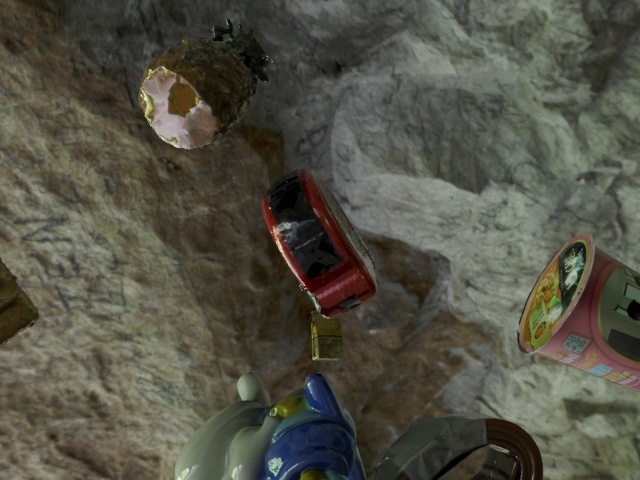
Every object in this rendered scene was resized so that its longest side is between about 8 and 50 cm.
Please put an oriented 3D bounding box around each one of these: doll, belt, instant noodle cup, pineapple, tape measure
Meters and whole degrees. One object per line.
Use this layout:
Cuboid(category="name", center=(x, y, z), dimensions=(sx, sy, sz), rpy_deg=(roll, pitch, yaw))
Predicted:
Cuboid(category="doll", center=(-0.067, 0.328, 0.854), dimensions=(0.365, 0.376, 0.187), rpy_deg=(-17, -52, 30))
Cuboid(category="belt", center=(0.184, 0.348, 0.795), dimensions=(0.261, 0.184, 0.105), rpy_deg=(-24, -2, -11))
Cuboid(category="instant noodle cup", center=(0.503, 0.145, 0.952), dimensions=(0.255, 0.244, 0.244), rpy_deg=(27, -52, 5))
Cuboid(category="pineapple", center=(-0.159, -0.260, 0.899), dimensions=(0.157, 0.279, 0.158), rpy_deg=(13, -51, 17))
Cuboid(category="tape measure", center=(0.000, 0.000, 0.980), dimensions=(0.114, 0.253, 0.260), rpy_deg=(-31, -80, 8))

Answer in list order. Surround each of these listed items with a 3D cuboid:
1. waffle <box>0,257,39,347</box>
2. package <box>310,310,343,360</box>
Cuboid(category="waffle", center=(-0.518, 0.105, 0.661), dimensions=(0.308, 0.213, 0.091), rpy_deg=(-38, -35, -22))
Cuboid(category="package", center=(0.016, 0.232, 1.392), dimensions=(0.071, 0.131, 0.047), rpy_deg=(6, -25, -16))
